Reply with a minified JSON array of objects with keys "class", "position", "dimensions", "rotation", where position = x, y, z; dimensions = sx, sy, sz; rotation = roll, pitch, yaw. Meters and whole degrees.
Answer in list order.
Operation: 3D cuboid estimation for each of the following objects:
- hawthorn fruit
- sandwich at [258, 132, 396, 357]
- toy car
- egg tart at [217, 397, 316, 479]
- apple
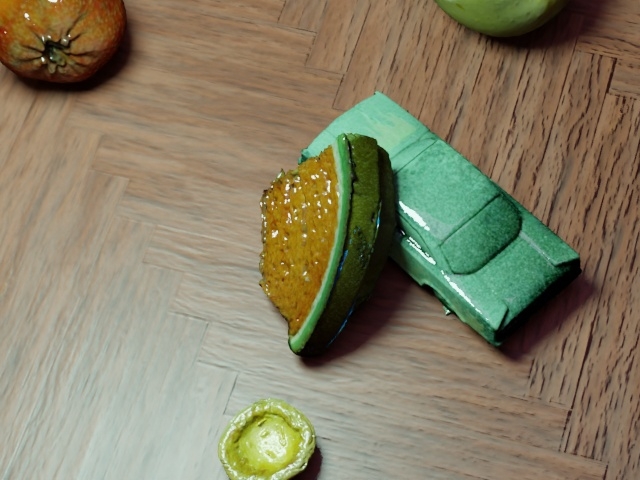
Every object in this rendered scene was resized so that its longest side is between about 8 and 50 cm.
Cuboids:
[{"class":"hawthorn fruit","position":[-0.327,-0.299,2.013],"dimensions":[0.165,0.165,0.285],"rotation":[-19,37,-6]},{"class":"sandwich","position":[0.009,0.007,1.788],"dimensions":[0.159,0.079,0.235],"rotation":[0,87,50]},{"class":"toy car","position":[0.127,-0.037,1.822],"dimensions":[0.141,0.097,0.320],"rotation":[-39,65,-17]},{"class":"egg tart","position":[-0.055,0.213,1.728],"dimensions":[0.105,0.039,0.105],"rotation":[-2,60,4]},{"class":"apple","position":[0.204,-0.331,1.937],"dimensions":[0.200,0.200,0.200],"rotation":[-2,60,4]}]
